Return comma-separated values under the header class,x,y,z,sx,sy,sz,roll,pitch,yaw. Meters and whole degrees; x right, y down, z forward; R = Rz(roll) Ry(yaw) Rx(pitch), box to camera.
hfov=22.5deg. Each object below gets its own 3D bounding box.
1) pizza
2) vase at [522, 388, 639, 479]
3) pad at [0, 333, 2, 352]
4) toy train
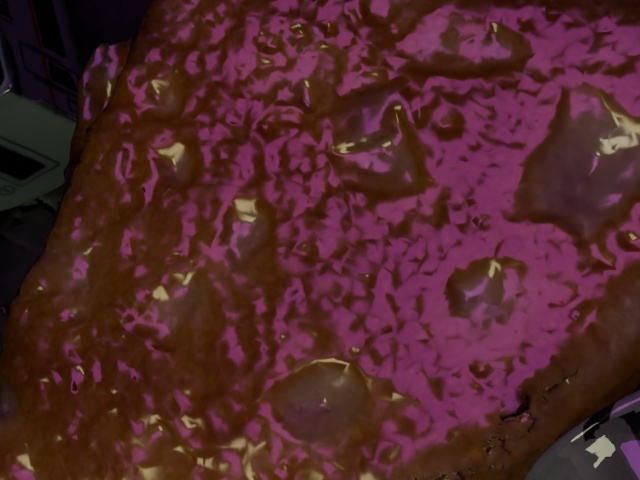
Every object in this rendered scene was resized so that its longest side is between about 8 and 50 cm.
class,x,y,z,sx,sy,sz,roll,pitch,yaw
pizza,0.000,0.000,0.675,0.409,0.114,0.278,-36,65,4
vase,0.185,0.218,0.516,0.165,0.165,0.360,-26,59,4
pad,-0.154,0.122,0.738,0.112,0.003,0.157,14,71,22
toy train,-0.196,-0.209,0.810,0.086,0.088,0.407,-30,62,24
